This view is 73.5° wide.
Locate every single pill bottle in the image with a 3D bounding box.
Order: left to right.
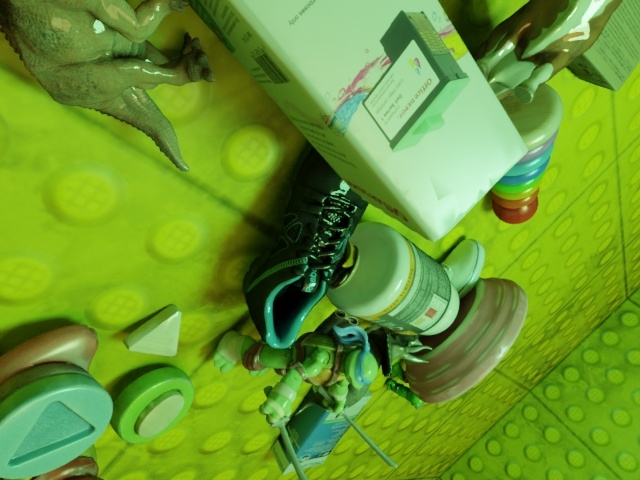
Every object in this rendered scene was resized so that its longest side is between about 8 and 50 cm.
[{"bbox_3d":[0.141,0.084,0.782,0.162,0.162,0.278,-50,138,9],"label":"pill bottle"}]

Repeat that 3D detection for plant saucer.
[{"bbox_3d":[0.298,0.200,0.952,0.332,0.084,0.332,-49,-178,2],"label":"plant saucer"}]

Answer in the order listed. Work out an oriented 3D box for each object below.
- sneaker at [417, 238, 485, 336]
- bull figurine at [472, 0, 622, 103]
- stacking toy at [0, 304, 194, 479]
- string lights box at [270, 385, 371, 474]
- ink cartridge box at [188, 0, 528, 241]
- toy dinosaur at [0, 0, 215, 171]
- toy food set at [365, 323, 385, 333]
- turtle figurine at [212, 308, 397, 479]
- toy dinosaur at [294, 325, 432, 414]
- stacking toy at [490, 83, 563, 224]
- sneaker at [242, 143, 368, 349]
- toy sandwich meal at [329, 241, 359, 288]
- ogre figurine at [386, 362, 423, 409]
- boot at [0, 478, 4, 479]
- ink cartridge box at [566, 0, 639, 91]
[{"bbox_3d":[0.256,0.098,0.936,0.091,0.094,0.258,32,96,-33],"label":"sneaker"},{"bbox_3d":[0.259,-0.241,0.534,0.188,0.101,0.310,-43,179,-5],"label":"bull figurine"},{"bbox_3d":[-0.281,0.259,0.583,0.279,0.130,0.309,-22,132,-38],"label":"stacking toy"},{"bbox_3d":[-0.001,0.450,1.051,0.133,0.077,0.259,12,117,-42],"label":"string lights box"},{"bbox_3d":[0.023,-0.152,0.387,0.117,0.201,0.278,-44,115,2],"label":"ink cartridge box"},{"bbox_3d":[-0.206,-0.171,0.338,0.200,0.127,0.295,-21,148,-11],"label":"toy dinosaur"},{"bbox_3d":[0.105,0.258,1.005,0.132,0.038,0.192,10,109,-48],"label":"toy food set"},{"bbox_3d":[-0.042,0.247,0.677,0.198,0.266,0.274,-19,108,-48],"label":"turtle figurine"},{"bbox_3d":[0.051,0.261,0.866,0.313,0.160,0.121,-43,138,1],"label":"toy dinosaur"},{"bbox_3d":[0.365,-0.133,0.798,0.141,0.141,0.330,-42,143,1],"label":"stacking toy"},{"bbox_3d":[0.000,0.000,0.602,0.125,0.139,0.340,18,112,-23],"label":"sneaker"},{"bbox_3d":[0.029,0.035,0.667,0.029,0.085,0.085,32,104,-20],"label":"toy sandwich meal"},{"bbox_3d":[0.254,0.360,1.137,0.197,0.118,0.097,-50,138,10],"label":"ogre figurine"},{"bbox_3d":[-0.483,0.281,0.550,0.246,0.083,0.161,-15,128,-37],"label":"boot"},{"bbox_3d":[0.471,-0.378,0.691,0.235,0.088,0.193,9,117,-41],"label":"ink cartridge box"}]
